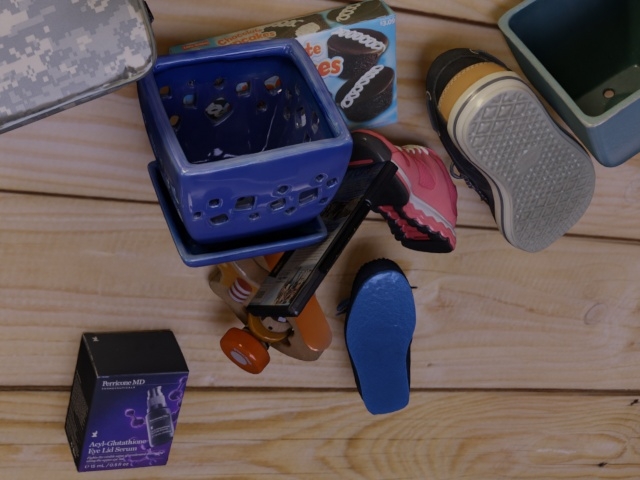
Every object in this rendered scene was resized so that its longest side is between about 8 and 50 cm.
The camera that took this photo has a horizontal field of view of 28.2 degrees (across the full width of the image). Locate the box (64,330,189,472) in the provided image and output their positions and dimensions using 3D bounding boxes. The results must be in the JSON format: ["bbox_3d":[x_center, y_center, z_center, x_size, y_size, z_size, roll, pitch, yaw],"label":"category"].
[{"bbox_3d":[-0.311,0.254,2.025,0.153,0.108,0.207,-1,126,-25],"label":"box"}]

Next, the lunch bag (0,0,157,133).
[{"bbox_3d":[-0.353,-0.260,1.516,0.305,0.256,0.213,-23,110,-8],"label":"lunch bag"}]

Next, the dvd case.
[{"bbox_3d":[0.000,0.000,1.769,0.022,0.180,0.253,39,74,-16],"label":"dvd case"}]

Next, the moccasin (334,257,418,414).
[{"bbox_3d":[0.086,0.151,2.144,0.137,0.117,0.342,-5,132,-8],"label":"moccasin"}]

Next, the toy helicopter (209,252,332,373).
[{"bbox_3d":[-0.106,0.054,1.914,0.140,0.235,0.355,-49,118,-24],"label":"toy helicopter"}]

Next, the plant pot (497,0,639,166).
[{"bbox_3d":[0.452,-0.254,1.933,0.247,0.248,0.252,-33,148,0],"label":"plant pot"}]

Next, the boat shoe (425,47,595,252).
[{"bbox_3d":[0.299,-0.139,2.002,0.187,0.156,0.500,-40,143,4],"label":"boat shoe"}]

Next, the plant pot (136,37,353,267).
[{"bbox_3d":[-0.108,-0.107,1.690,0.236,0.236,0.212,-11,137,-18],"label":"plant pot"}]

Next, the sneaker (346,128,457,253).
[{"bbox_3d":[0.123,-0.102,1.968,0.314,0.116,0.136,45,54,-48],"label":"sneaker"}]

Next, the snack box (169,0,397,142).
[{"bbox_3d":[-0.047,-0.220,1.822,0.322,0.060,0.187,-16,130,-15],"label":"snack box"}]
